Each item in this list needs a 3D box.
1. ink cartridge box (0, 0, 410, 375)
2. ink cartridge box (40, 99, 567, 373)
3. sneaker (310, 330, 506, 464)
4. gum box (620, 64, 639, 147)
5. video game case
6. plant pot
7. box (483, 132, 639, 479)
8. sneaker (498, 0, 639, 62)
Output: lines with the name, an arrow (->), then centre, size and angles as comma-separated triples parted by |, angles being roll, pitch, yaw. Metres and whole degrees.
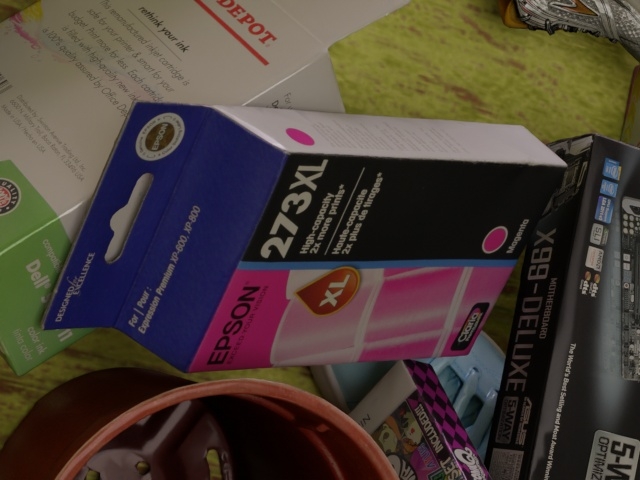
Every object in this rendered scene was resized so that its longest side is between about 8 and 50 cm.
ink cartridge box -> -0.119, -0.089, 1.269 | 0.353, 0.207, 0.119 | -32, 139, -15
ink cartridge box -> 0.000, 0.000, 1.247 | 0.371, 0.069, 0.175 | 2, 123, -43
sneaker -> 0.146, 0.165, 1.445 | 0.366, 0.150, 0.135 | 42, 79, -20
gum box -> 0.294, -0.057, 1.502 | 0.062, 0.107, 0.188 | 10, 92, -23
video game case -> 0.050, 0.238, 1.334 | 0.042, 0.232, 0.210 | 18, 124, -40
plant pot -> -0.107, 0.209, 1.287 | 0.272, 0.265, 0.272 | -2, 97, -21
box -> 0.259, 0.100, 1.381 | 0.242, 0.076, 0.307 | 17, 80, -22
sneaker -> 0.190, -0.195, 1.460 | 0.225, 0.088, 0.092 | 35, 90, -6
